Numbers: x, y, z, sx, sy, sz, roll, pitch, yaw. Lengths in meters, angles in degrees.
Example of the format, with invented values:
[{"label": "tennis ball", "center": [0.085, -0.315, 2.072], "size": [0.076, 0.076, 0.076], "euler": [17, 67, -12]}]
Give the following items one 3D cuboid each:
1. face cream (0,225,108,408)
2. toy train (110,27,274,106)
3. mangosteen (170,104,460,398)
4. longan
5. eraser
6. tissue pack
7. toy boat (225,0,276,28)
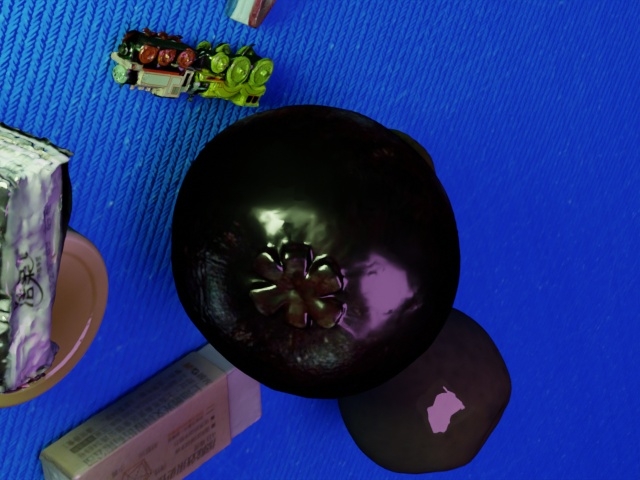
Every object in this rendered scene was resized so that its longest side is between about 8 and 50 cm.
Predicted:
[{"label": "face cream", "center": [-0.369, 0.049, 1.710], "size": [0.218, 0.179, 0.218], "euler": [-31, 137, -34]}, {"label": "toy train", "center": [-0.155, -0.208, 1.898], "size": [0.250, 0.053, 0.085], "euler": [1, 120, -52]}, {"label": "mangosteen", "center": [0.000, 0.000, 2.022], "size": [0.435, 0.382, 0.382], "euler": [-62, 171, -71]}, {"label": "longan", "center": [0.161, 0.232, 2.456], "size": [0.288, 0.288, 0.350], "euler": [-60, 157, 2]}, {"label": "eraser", "center": [-0.225, 0.267, 2.152], "size": [0.343, 0.078, 0.144], "euler": [-33, 139, -34]}, {"label": "tissue pack", "center": [-0.389, -0.015, 1.503], "size": [0.123, 0.332, 0.245], "euler": [-34, 138, -51]}, {"label": "toy boat", "center": [-0.048, -0.369, 1.920], "size": [0.080, 0.046, 0.229], "euler": [12, 107, -51]}]
